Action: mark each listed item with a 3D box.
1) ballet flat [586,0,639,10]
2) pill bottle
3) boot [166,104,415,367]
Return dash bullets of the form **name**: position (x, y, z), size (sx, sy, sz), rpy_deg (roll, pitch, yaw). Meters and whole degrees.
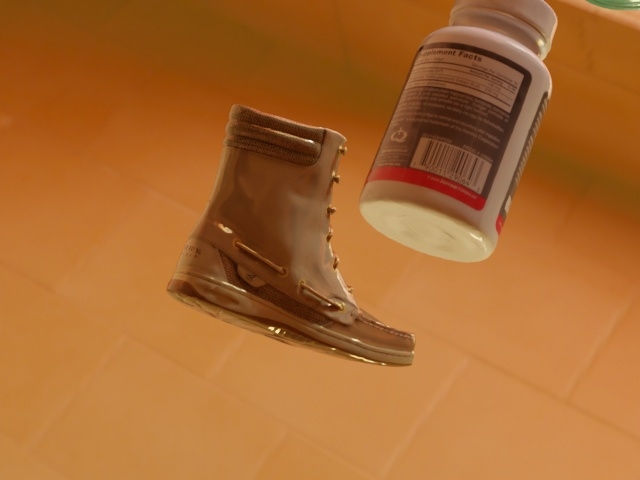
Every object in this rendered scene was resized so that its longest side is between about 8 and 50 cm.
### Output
- **ballet flat**: position (0.249, -0.368, 1.160), size (0.483, 0.164, 0.182), rpy_deg (86, -167, -63)
- **pill bottle**: position (0.178, -0.149, 1.928), size (0.319, 0.176, 0.176), rpy_deg (-68, -25, -16)
- **boot**: position (0.000, 0.000, 1.498), size (0.262, 0.095, 0.203), rpy_deg (21, -101, -24)
